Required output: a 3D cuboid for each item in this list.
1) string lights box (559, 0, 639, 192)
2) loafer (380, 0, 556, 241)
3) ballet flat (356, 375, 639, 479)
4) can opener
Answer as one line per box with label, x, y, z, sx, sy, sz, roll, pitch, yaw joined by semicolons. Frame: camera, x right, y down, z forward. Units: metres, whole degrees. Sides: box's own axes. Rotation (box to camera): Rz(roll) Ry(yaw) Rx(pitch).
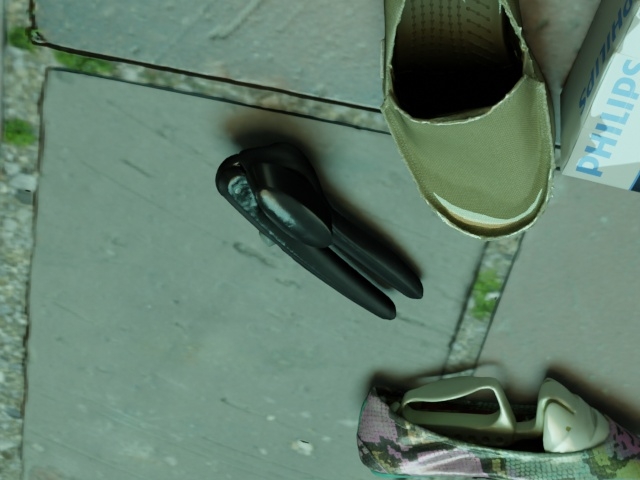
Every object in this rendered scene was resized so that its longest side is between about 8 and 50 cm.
string lights box;0.280;-0.076;0.941;0.259;0.077;0.133;14;136;-5
loafer;0.078;-0.089;0.949;0.102;0.092;0.268;-5;134;15
ballet flat;0.136;0.136;1.196;0.221;0.077;0.079;3;116;7
can opener;0.000;0.000;1.082;0.059;0.073;0.186;-27;135;22
